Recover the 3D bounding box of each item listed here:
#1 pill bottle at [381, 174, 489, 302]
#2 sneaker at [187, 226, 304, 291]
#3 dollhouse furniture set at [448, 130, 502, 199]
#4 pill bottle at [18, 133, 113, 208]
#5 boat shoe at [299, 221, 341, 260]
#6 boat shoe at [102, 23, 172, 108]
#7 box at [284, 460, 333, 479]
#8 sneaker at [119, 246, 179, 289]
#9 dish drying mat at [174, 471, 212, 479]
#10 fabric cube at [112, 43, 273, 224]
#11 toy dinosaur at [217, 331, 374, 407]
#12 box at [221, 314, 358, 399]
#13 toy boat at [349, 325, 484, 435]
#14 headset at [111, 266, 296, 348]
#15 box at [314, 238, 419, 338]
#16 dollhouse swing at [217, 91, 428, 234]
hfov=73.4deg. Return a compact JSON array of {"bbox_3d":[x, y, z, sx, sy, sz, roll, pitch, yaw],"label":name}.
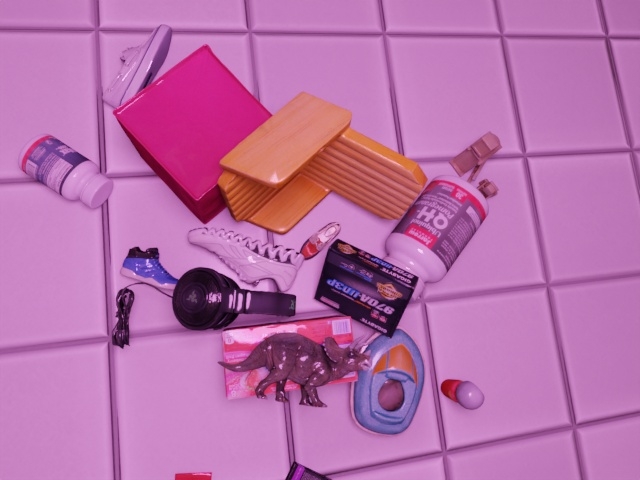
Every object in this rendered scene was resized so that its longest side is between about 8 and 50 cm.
[{"bbox_3d":[0.280,-0.002,1.118,0.176,0.176,0.319,40,76,-3],"label":"pill bottle"},{"bbox_3d":[-0.190,0.044,1.062,0.292,0.110,0.118,18,87,-7],"label":"sneaker"},{"bbox_3d":[0.479,-0.211,1.187,0.101,0.182,0.161,-36,89,-14],"label":"dollhouse furniture set"},{"bbox_3d":[-0.590,-0.158,1.009,0.180,0.108,0.108,33,77,-5],"label":"pill bottle"},{"bbox_3d":[0.000,0.000,1.132,0.137,0.043,0.049,-40,92,-13],"label":"boat shoe"},{"bbox_3d":[-0.463,-0.448,1.087,0.084,0.095,0.258,25,76,-10],"label":"boat shoe"},{"bbox_3d":[-0.019,0.625,1.036,0.162,0.029,0.116,29,78,-4],"label":"box"},{"bbox_3d":[-0.396,0.062,1.037,0.152,0.058,0.085,18,87,-1],"label":"sneaker"},{"bbox_3d":[-0.297,0.560,1.003,0.083,0.008,0.032,3,80,-10],"label":"dish drying mat"},{"bbox_3d":[-0.269,-0.231,1.007,0.259,0.258,0.254,-43,90,-14],"label":"fabric cube"},{"bbox_3d":[-0.054,0.262,0.913,0.313,0.121,0.161,11,69,-5],"label":"toy dinosaur"},{"bbox_3d":[-0.077,0.270,1.023,0.299,0.142,0.154,-5,82,-12],"label":"box"},{"bbox_3d":[0.235,0.356,1.067,0.318,0.148,0.268,12,79,-9],"label":"toy boat"},{"bbox_3d":[-0.253,0.161,0.959,0.393,0.243,0.185,6,79,-5],"label":"headset"},{"bbox_3d":[0.105,0.116,1.041,0.220,0.175,0.051,26,37,14],"label":"box"},{"bbox_3d":[0.003,-0.092,0.970,0.305,0.347,0.315,44,76,7],"label":"dollhouse swing"}]
